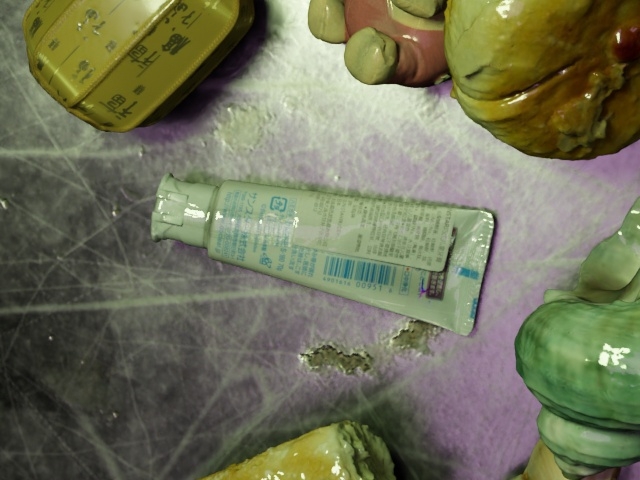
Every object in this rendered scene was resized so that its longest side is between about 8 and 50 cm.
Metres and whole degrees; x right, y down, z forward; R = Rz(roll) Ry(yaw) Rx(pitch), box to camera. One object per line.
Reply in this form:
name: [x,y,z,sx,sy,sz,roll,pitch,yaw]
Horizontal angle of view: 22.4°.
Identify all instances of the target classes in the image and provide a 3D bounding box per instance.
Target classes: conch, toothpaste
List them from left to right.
toothpaste: [0.000,0.000,1.450,0.299,0.073,0.114,12,99,5]
conch: [0.255,0.077,1.314,0.195,0.220,0.277,13,105,-22]

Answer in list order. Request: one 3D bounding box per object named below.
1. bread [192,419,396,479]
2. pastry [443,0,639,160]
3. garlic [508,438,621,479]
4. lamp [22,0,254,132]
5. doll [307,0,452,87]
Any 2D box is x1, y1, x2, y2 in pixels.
bread: [-0.011,0.274,1.427,0.246,0.176,0.195,-24,79,19]
pastry: [0.217,-0.166,1.279,0.257,0.121,0.235,-12,133,-21]
garlic: [0.213,0.238,1.413,0.124,0.099,0.174,34,100,28]
lamp: [-0.160,-0.193,1.419,0.185,0.161,0.161,-42,86,18]
doll: [0.084,-0.256,1.336,0.196,0.152,0.255,35,113,31]
